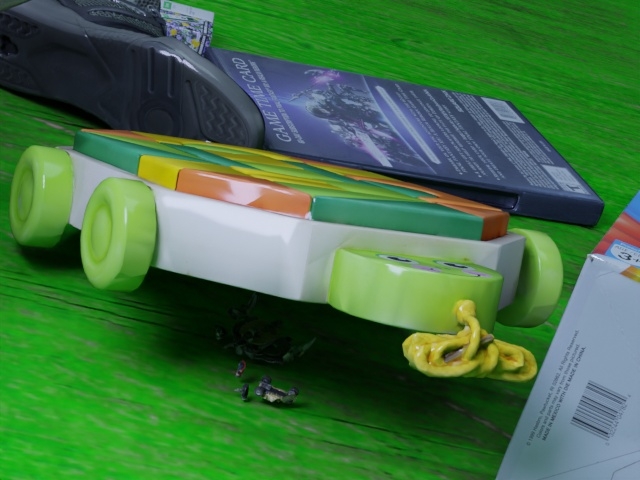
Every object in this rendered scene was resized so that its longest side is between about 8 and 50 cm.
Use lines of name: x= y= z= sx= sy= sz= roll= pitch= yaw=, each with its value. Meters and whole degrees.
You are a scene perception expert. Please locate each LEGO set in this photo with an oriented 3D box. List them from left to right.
LEGO set: x=-0.033 y=0.061 z=0.834 sx=0.054 sy=0.023 sz=0.083 roll=16 pitch=37 yaw=2

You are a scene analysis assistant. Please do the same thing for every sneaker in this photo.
sneaker: x=-0.118 y=-0.123 z=1.085 sx=0.227 sy=0.087 sz=0.130 roll=22 pitch=30 yaw=23

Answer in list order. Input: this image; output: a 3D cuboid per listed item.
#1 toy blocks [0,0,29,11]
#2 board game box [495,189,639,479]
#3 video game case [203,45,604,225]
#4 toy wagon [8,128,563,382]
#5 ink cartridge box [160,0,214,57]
toy blocks: x=-0.254 y=-0.141 z=0.752 sx=0.260 sy=0.309 sz=0.288 roll=1 pitch=29 yaw=-20
board game box: x=0.218 y=0.055 z=0.862 sx=0.142 sy=0.144 sz=0.275 roll=25 pitch=25 yaw=14
video game case: x=0.059 y=-0.082 z=1.199 sx=0.274 sy=0.026 sz=0.196 roll=7 pitch=26 yaw=-21
toy wagon: x=0.000 y=0.000 z=0.827 sx=0.267 sy=0.068 sz=0.344 roll=6 pitch=7 yaw=-29
ink cartridge box: x=-0.144 y=-0.177 z=1.254 sx=0.115 sy=0.029 sz=0.063 roll=14 pitch=24 yaw=-9
